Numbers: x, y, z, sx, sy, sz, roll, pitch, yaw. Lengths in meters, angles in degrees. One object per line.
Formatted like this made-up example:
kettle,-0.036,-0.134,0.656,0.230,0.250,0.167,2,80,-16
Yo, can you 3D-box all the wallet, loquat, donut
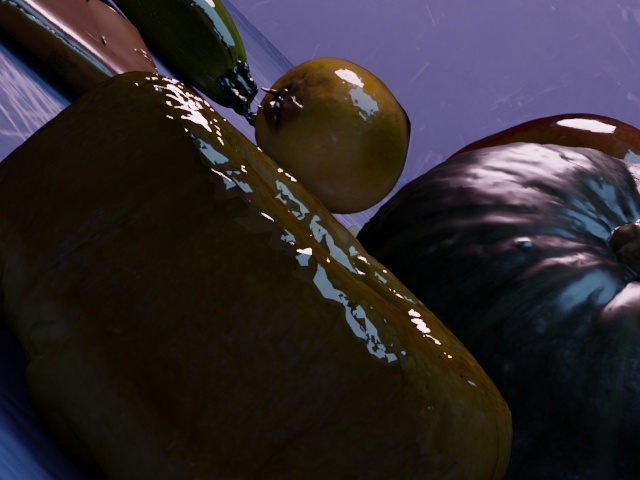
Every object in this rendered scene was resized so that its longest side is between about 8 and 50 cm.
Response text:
wallet,-0.181,-0.146,1.255,0.161,0.042,0.195,36,12,-29
loquat,0.010,-0.097,1.704,0.163,0.137,0.163,44,25,-27
donut,-0.030,0.040,0.689,0.226,0.114,0.226,44,5,-5

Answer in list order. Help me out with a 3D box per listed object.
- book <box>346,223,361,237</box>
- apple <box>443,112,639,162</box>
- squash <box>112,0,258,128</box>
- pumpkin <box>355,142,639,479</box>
book,0.045,0.027,1.523,0.077,0.014,0.111,47,-11,6
apple,0.159,0.031,1.281,0.253,0.253,0.253,44,6,-6
squash,-0.158,-0.238,1.779,0.331,0.087,0.087,47,7,8
pumpkin,0.147,0.076,0.946,0.300,0.300,0.207,50,-35,40
